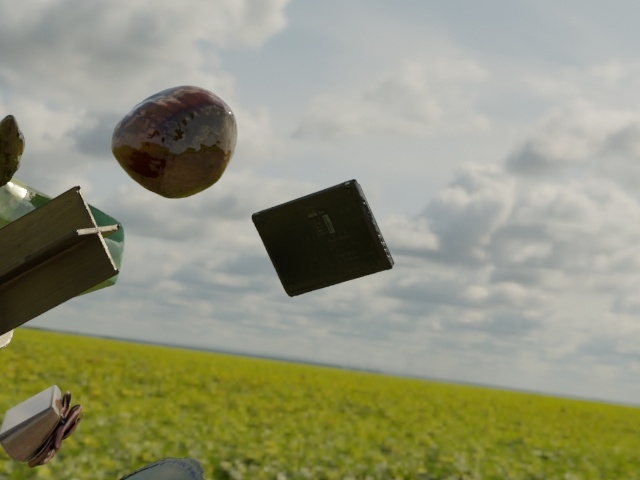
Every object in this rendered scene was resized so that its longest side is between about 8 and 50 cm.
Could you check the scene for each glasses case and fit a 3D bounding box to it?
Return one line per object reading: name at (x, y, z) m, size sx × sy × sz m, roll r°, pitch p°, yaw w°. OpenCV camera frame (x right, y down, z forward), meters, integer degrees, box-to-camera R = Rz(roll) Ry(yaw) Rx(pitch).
glasses case at (-0.353, 0.241, 1.527) m, size 0.102 × 0.070 × 0.193 m, roll -29°, pitch 8°, yaw -10°

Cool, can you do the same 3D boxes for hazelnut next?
hazelnut at (-0.249, -0.168, 2.036) m, size 0.186 × 0.210 × 0.210 m, roll 50°, pitch -20°, yaw -14°

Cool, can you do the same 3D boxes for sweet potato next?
sweet potato at (-0.319, -0.086, 1.176) m, size 0.041 × 0.038 × 0.153 m, roll 26°, pitch -35°, yaw -15°

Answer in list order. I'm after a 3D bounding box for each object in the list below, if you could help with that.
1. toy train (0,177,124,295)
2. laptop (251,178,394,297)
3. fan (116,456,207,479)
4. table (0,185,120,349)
toy train at (-0.518, -0.013, 1.906) m, size 0.253 × 0.160 × 0.397 m, roll -18°, pitch -33°, yaw 33°
laptop at (0.000, 0.000, 1.552) m, size 0.180 × 0.129 × 0.016 m, roll -18°, pitch 11°, yaw 36°
fan at (-0.207, 0.266, 0.910) m, size 0.335 × 0.011 × 0.229 m, roll -29°, pitch 19°, yaw 18°
table at (-0.397, 0.033, 1.629) m, size 0.226 × 0.167 × 0.167 m, roll -27°, pitch -17°, yaw 16°
